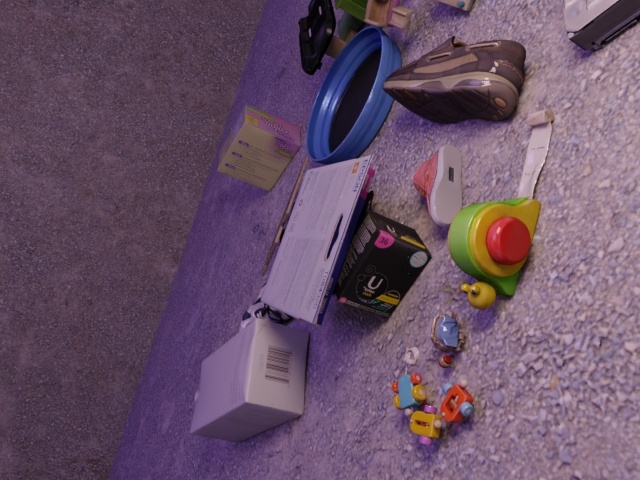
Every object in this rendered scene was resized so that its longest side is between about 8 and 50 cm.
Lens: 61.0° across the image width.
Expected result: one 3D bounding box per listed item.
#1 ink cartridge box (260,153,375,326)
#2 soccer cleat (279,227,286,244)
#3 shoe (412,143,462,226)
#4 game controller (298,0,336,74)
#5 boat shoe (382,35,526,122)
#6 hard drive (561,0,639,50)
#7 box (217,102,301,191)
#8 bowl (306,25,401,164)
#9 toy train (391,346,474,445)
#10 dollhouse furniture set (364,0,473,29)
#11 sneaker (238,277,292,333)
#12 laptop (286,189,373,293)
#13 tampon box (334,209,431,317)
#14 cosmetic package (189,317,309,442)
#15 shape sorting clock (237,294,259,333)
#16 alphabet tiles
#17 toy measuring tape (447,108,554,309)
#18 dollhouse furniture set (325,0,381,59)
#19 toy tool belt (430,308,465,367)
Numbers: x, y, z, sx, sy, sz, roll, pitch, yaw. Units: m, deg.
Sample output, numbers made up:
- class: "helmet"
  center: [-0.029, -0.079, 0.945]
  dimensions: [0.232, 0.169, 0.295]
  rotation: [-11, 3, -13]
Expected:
- class: "ink cartridge box"
  center: [0.003, 0.002, 1.098]
  dimensions: [0.330, 0.071, 0.324]
  rotation: [6, 75, 66]
- class: "soccer cleat"
  center: [-0.076, -0.014, 1.588]
  dimensions: [0.179, 0.060, 0.072]
  rotation: [147, 128, -63]
- class: "shoe"
  center: [0.216, -0.092, 1.015]
  dimensions: [0.081, 0.063, 0.178]
  rotation: [-37, 35, 53]
- class: "game controller"
  center: [-0.010, -0.611, 1.579]
  dimensions: [0.166, 0.067, 0.319]
  rotation: [-49, 30, 32]
- class: "boat shoe"
  center: [0.256, -0.311, 1.045]
  dimensions: [0.130, 0.132, 0.355]
  rotation: [-60, 33, -2]
- class: "hard drive"
  center: [0.458, -0.475, 0.793]
  dimensions: [0.237, 0.064, 0.339]
  rotation: [-35, 43, 53]
- class: "box"
  center: [-0.221, -0.326, 1.935]
  dimensions: [0.243, 0.213, 0.117]
  rotation: [-50, 31, 38]
- class: "bowl"
  center: [0.087, -0.387, 1.498]
  dimensions: [0.391, 0.077, 0.391]
  rotation: [-47, 33, 43]
- class: "toy train"
  center: [0.179, 0.246, 0.852]
  dimensions: [0.125, 0.046, 0.166]
  rotation: [-65, 27, 9]
- class: "dollhouse furniture set"
  center: [0.297, -0.605, 1.237]
  dimensions: [0.303, 0.198, 0.286]
  rotation: [37, 133, 34]
- class: "sneaker"
  center: [-0.147, 0.217, 1.495]
  dimensions: [0.235, 0.094, 0.153]
  rotation: [-59, 16, -8]
- class: "laptop"
  center: [0.000, 0.000, 1.299]
  dimensions: [0.264, 0.136, 0.234]
  rotation: [150, 135, -73]
- class: "tampon box"
  center: [0.111, 0.046, 1.052]
  dimensions: [0.161, 0.120, 0.101]
  rotation: [-60, 24, 22]
- class: "cosmetic package"
  center: [-0.192, 0.375, 1.408]
  dimensions: [0.385, 0.156, 0.217]
  rotation: [-41, 36, 49]
- class: "shape sorting clock"
  center: [-0.209, 0.260, 1.668]
  dimensions: [0.206, 0.040, 0.206]
  rotation: [-45, 34, 43]
- class: "alphabet tiles"
  center: [-0.102, -0.073, 1.573]
  dimensions: [0.285, 0.011, 0.342]
  rotation: [118, 171, -50]
- class: "toy measuring tape"
  center: [0.266, -0.060, 0.815]
  dimensions: [0.121, 0.121, 0.330]
  rotation: [0, 72, 65]
- class: "dollhouse furniture set"
  center: [0.074, -0.706, 1.678]
  dimensions: [0.197, 0.151, 0.301]
  rotation: [-47, 32, 41]
- class: "toy tool belt"
  center: [0.203, 0.154, 0.859]
  dimensions: [0.051, 0.052, 0.083]
  rotation: [127, 152, -51]
